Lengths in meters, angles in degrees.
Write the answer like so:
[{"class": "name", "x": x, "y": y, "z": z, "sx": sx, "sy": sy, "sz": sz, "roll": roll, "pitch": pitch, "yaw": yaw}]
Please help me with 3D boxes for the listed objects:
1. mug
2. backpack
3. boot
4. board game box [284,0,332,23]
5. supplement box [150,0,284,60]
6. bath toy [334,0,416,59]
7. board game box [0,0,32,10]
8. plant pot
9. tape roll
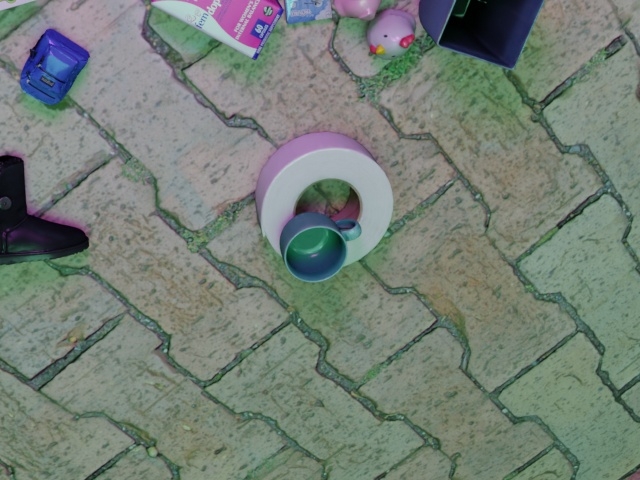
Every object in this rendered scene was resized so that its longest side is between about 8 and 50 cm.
[{"class": "mug", "x": -0.006, "y": 0.008, "z": 1.825, "sx": 0.158, "sy": 0.097, "sz": 0.129, "roll": 4, "pitch": 115, "yaw": -16}, {"class": "backpack", "x": -0.501, "y": -0.314, "z": 1.652, "sx": 0.098, "sy": 0.101, "sz": 0.120, "roll": 34, "pitch": 109, "yaw": -19}, {"class": "boot", "x": -0.582, "y": -0.064, "z": 1.761, "sx": 0.247, "sy": 0.094, "sz": 0.207, "roll": -9, "pitch": 106, "yaw": -32}, {"class": "board game box", "x": -0.026, "y": -0.470, "z": 1.728, "sx": 0.090, "sy": 0.020, "sz": 0.090, "roll": -11, "pitch": 120, "yaw": -8}, {"class": "supplement box", "x": -0.193, "y": -0.443, "z": 1.651, "sx": 0.220, "sy": 0.114, "sz": 0.111, "roll": 24, "pitch": 110, "yaw": -22}, {"class": "bath toy", "x": 0.079, "y": -0.483, "z": 1.682, "sx": 0.151, "sy": 0.129, "sz": 0.348, "roll": -33, "pitch": 121, "yaw": 1}, {"class": "board game box", "x": -0.628, "y": -0.455, "z": 1.468, "sx": 0.305, "sy": 0.053, "sz": 0.193, "roll": -33, "pitch": 122, "yaw": -39}, {"class": "plant pot", "x": 0.282, "y": -0.453, "z": 1.687, "sx": 0.166, "sy": 0.234, "sz": 0.165, "roll": 13, "pitch": 113, "yaw": -20}, {"class": "tape roll", "x": 0.006, "y": -0.082, "z": 1.894, "sx": 0.286, "sy": 0.100, "sz": 0.286, "roll": -6, "pitch": 119, "yaw": -11}]
